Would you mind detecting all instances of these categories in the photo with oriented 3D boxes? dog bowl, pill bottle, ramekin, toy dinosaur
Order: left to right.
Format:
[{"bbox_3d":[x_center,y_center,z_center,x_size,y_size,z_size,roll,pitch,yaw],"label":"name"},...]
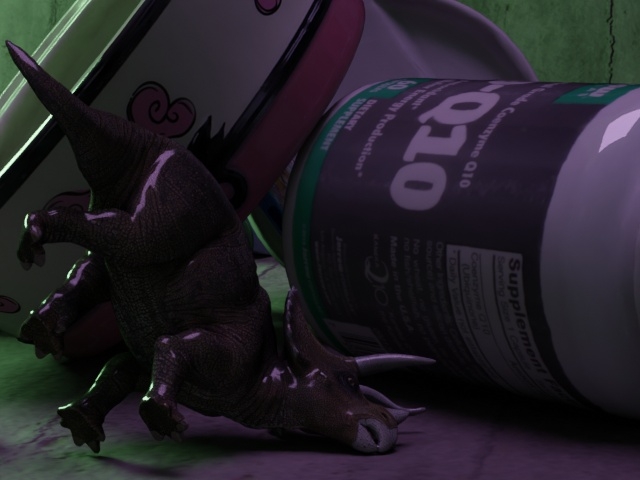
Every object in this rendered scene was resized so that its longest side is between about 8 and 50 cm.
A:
[{"bbox_3d":[-0.129,-0.090,1.412,0.150,0.408,0.408,40,-3,-15],"label":"dog bowl"},{"bbox_3d":[-0.090,0.021,1.125,0.160,0.313,0.121,-39,5,-42],"label":"toy dinosaur"},{"bbox_3d":[0.052,-0.071,1.655,0.273,0.272,0.127,-2,-4,-12],"label":"ramekin"},{"bbox_3d":[0.160,0.002,1.228,0.204,0.204,0.361,-7,9,-40],"label":"pill bottle"}]

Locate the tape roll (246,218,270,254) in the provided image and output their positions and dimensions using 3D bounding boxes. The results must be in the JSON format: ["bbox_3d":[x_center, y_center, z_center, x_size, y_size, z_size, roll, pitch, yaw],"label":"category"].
[{"bbox_3d":[-0.075,-0.081,1.974,0.080,0.189,0.189,3,8,33],"label":"tape roll"}]

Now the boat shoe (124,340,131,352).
[{"bbox_3d":[-0.110,0.038,1.478,0.083,0.075,0.226,-2,7,-9],"label":"boat shoe"}]

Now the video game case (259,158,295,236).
[{"bbox_3d":[0.000,0.000,1.508,0.015,0.166,0.119,-36,-2,15],"label":"video game case"}]

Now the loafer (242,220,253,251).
[{"bbox_3d":[-0.188,0.012,1.651,0.268,0.096,0.084,-1,-25,2],"label":"loafer"}]
